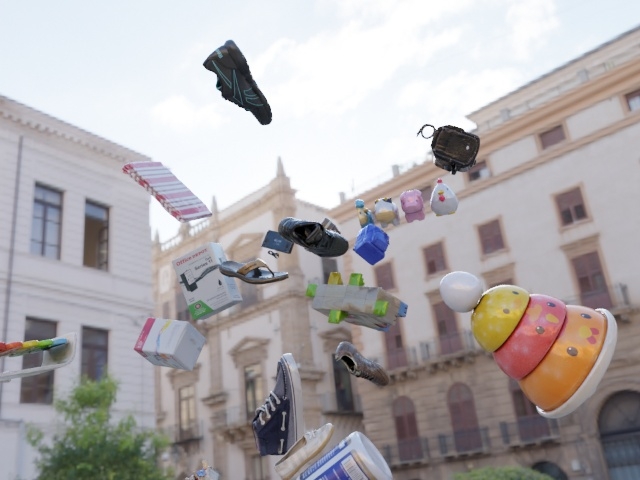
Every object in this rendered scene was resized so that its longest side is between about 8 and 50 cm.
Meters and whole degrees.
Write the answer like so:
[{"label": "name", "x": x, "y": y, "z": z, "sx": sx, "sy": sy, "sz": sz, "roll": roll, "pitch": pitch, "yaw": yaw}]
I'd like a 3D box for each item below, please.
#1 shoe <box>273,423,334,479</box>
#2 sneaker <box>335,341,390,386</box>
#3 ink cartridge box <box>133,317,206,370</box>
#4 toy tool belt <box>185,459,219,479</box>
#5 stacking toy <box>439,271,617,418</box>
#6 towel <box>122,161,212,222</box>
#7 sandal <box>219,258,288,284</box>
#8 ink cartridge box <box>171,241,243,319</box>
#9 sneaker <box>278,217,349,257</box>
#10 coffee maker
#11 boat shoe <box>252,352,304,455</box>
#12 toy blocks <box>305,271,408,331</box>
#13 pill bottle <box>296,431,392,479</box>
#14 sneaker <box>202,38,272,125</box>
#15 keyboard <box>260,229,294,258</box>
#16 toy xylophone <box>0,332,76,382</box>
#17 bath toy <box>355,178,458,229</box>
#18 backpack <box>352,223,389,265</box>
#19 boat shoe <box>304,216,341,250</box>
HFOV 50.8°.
[{"label": "shoe", "x": -0.048, "y": 0.624, "z": 2.023, "sx": 0.219, "sy": 0.058, "sz": 0.076, "roll": -42, "pitch": 10, "yaw": -14}, {"label": "sneaker", "x": 0.118, "y": 0.379, "z": 1.976, "sx": 0.188, "sy": 0.071, "sz": 0.066, "roll": 38, "pitch": -50, "yaw": -3}, {"label": "ink cartridge box", "x": -0.505, "y": 0.349, "z": 2.274, "sx": 0.176, "sy": 0.127, "sz": 0.128, "roll": 1, "pitch": -35, "yaw": 29}, {"label": "toy tool belt", "x": -0.250, "y": 0.484, "z": 1.362, "sx": 0.083, "sy": 0.051, "sz": 0.052, "roll": -36, "pitch": 0, "yaw": 0}, {"label": "stacking toy", "x": 0.549, "y": 0.248, "z": 1.919, "sx": 0.480, "sy": 0.350, "sz": 0.350, "roll": 30, "pitch": -26, "yaw": 3}, {"label": "towel", "x": -0.348, "y": -0.111, "z": 1.551, "sx": 0.029, "sy": 0.197, "sz": 0.144, "roll": -49, "pitch": -9, "yaw": 18}, {"label": "sandal", "x": -0.189, "y": 0.076, "z": 1.873, "sx": 0.219, "sy": 0.060, "sz": 0.090, "roll": 14, "pitch": 21, "yaw": 34}, {"label": "ink cartridge box", "x": -0.360, "y": 0.128, "z": 2.140, "sx": 0.153, "sy": 0.208, "sz": 0.087, "roll": -27, "pitch": -12, "yaw": 13}, {"label": "sneaker", "x": 0.000, "y": 0.000, "z": 1.938, "sx": 0.227, "sy": 0.087, "sz": 0.130, "roll": 24, "pitch": -2, "yaw": -28}, {"label": "coffee maker", "x": 0.371, "y": -0.271, "z": 1.937, "sx": 0.120, "sy": 0.171, "sz": 0.178, "roll": -45, "pitch": -8, "yaw": 5}, {"label": "boat shoe", "x": -0.146, "y": 0.547, "z": 2.208, "sx": 0.158, "sy": 0.340, "sz": 0.127, "roll": -7, "pitch": 6, "yaw": -18}, {"label": "toy blocks", "x": 0.164, "y": 0.254, "z": 2.494, "sx": 0.381, "sy": 0.190, "sz": 0.261, "roll": 0, "pitch": -23, "yaw": 42}, {"label": "pill bottle", "x": 0.033, "y": 0.607, "z": 1.658, "sx": 0.265, "sy": 0.153, "sz": 0.153, "roll": -39, "pitch": -28, "yaw": 4}, {"label": "sneaker", "x": -0.215, "y": -0.403, "z": 1.786, "sx": 0.106, "sy": 0.101, "sz": 0.267, "roll": -32, "pitch": -48, "yaw": -2}, {"label": "keyboard", "x": -0.175, "y": 0.020, "z": 2.759, "sx": 0.180, "sy": 0.108, "sz": 0.023, "roll": 13, "pitch": -13, "yaw": 47}, {"label": "toy xylophone", "x": -0.735, "y": 0.281, "z": 1.554, "sx": 0.236, "sy": 0.081, "sz": 0.323, "roll": -17, "pitch": -10, "yaw": 19}, {"label": "bath toy", "x": 0.304, "y": -0.124, "z": 2.359, "sx": 0.348, "sy": 0.129, "sz": 0.151, "roll": -12, "pitch": 11, "yaw": 12}, {"label": "backpack", "x": 0.174, "y": 0.005, "z": 2.187, "sx": 0.101, "sy": 0.120, "sz": 0.098, "roll": -34, "pitch": -66, "yaw": 28}, {"label": "boat shoe", "x": 0.011, "y": 0.004, "z": 2.467, "sx": 0.095, "sy": 0.095, "sz": 0.257, "roll": 35, "pitch": -19, "yaw": -1}]
